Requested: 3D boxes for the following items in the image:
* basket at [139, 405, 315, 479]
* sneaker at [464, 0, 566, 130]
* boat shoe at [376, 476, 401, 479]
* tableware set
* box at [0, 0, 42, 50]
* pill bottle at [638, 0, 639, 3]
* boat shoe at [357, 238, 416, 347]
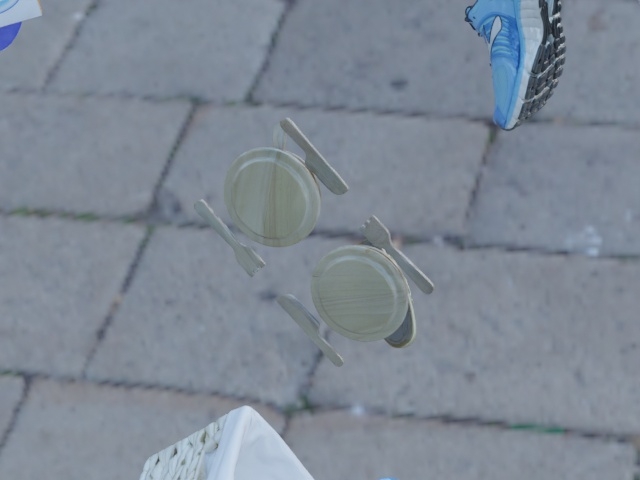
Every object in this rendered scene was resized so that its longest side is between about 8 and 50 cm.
[{"bbox_3d":[-0.056,0.225,1.316,0.103,0.167,0.113,-26,26,25],"label":"basket"},{"bbox_3d":[0.150,-0.165,1.409,0.073,0.162,0.063,18,30,29],"label":"sneaker"},{"bbox_3d":[0.110,0.314,1.608,0.109,0.258,0.089,-37,36,-5],"label":"boat shoe"},{"bbox_3d":[0.000,0.000,1.489,0.194,0.128,0.039,48,31,-1],"label":"tableware set"},{"bbox_3d":[-0.163,-0.127,0.698,0.081,0.136,0.028,-17,27,-5],"label":"box"},{"bbox_3d":[0.358,-0.203,1.193,0.272,0.152,0.152,3,38,-17],"label":"pill bottle"},{"bbox_3d":[0.077,0.059,1.910,0.050,0.045,0.135,-31,57,21],"label":"boat shoe"}]
